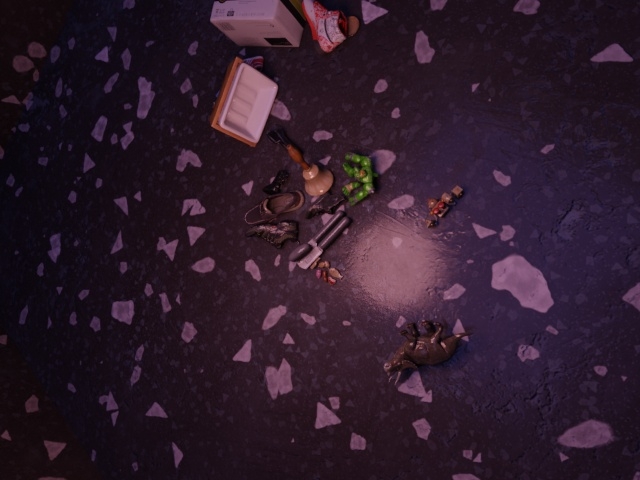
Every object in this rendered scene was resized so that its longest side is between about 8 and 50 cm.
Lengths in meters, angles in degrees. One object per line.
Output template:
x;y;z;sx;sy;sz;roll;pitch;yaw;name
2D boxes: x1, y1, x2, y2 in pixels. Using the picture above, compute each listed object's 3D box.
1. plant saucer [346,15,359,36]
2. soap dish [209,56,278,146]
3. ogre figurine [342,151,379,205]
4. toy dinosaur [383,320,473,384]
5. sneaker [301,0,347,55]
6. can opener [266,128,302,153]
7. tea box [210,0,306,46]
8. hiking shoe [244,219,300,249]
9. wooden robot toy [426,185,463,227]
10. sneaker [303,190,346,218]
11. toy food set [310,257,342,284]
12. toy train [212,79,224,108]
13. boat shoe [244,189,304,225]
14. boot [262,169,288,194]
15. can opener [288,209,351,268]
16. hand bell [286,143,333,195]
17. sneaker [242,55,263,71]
0.117;-0.851;1.643;0.083;0.015;0.084;-3;83;25;plant saucer
-0.323;-0.571;1.718;0.118;0.228;0.291;26;97;41;soap dish
0.147;-0.239;1.534;0.118;0.096;0.197;-8;66;42;ogre figurine
0.359;0.358;1.379;0.313;0.121;0.161;-18;90;18;toy dinosaur
0.022;-0.892;1.639;0.144;0.090;0.270;-20;82;35;sneaker
-0.141;-0.395;1.702;0.186;0.059;0.073;42;76;13;can opener
-0.236;-1.012;1.711;0.328;0.220;0.324;13;90;26;tea box
-0.198;-0.016;1.661;0.226;0.086;0.114;-6;100;15;hiking shoe
0.403;-0.128;1.415;0.173;0.076;0.079;-51;57;12;wooden robot toy
0.016;-0.126;1.602;0.170;0.051;0.089;-46;64;11;sneaker
0.023;0.125;1.595;0.122;0.019;0.078;43;103;14;toy food set
-0.411;-0.651;1.841;0.184;0.080;0.105;-49;59;16;toy train
-0.205;-0.136;1.683;0.285;0.092;0.103;-18;79;23;boat shoe
-0.187;-0.242;1.707;0.121;0.045;0.099;3;63;57;boot
0.000;0.000;1.582;0.280;0.093;0.074;-44;68;10;can opener
-0.056;-0.280;1.531;0.126;0.242;0.126;-12;60;22;hand bell
-0.305;-0.767;1.818;0.118;0.042;0.067;-7;79;22;sneaker
